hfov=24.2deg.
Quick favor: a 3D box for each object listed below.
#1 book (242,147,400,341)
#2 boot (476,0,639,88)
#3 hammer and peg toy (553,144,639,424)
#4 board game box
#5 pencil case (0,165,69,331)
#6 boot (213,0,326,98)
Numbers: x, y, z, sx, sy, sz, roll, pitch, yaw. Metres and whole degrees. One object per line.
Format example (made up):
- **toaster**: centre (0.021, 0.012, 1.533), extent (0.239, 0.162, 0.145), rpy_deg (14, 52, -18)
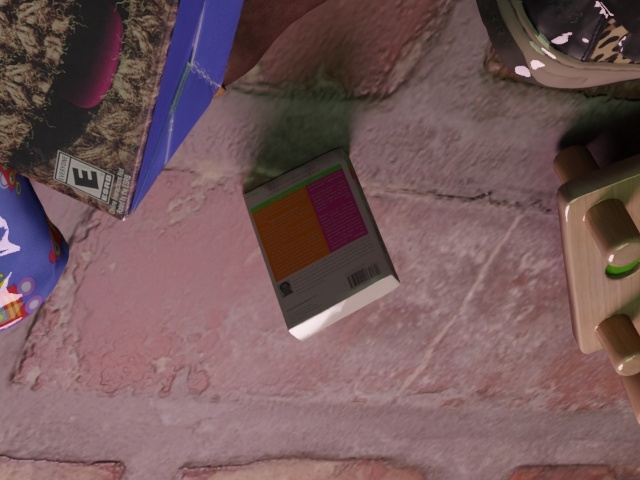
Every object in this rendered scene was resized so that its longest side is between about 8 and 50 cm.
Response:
- **book**: centre (0.000, 0.000, 1.230), extent (0.096, 0.144, 0.035), rpy_deg (-29, 141, 13)
- **boot**: centre (0.316, -0.215, 0.995), extent (0.377, 0.138, 0.284), rpy_deg (-10, 167, -40)
- **hammer and peg toy**: centre (0.361, 0.017, 1.420), extent (0.266, 0.127, 0.361), rpy_deg (-21, 142, -1)
- **board game box**: centre (-0.188, -0.186, 0.820), extent (0.291, 0.141, 0.232), rpy_deg (24, 135, 5)
- **pencil case**: centre (-0.285, -0.053, 1.068), extent (0.133, 0.119, 0.306), rpy_deg (-12, 142, 4)
- **boot**: centre (-0.099, -0.208, 1.017), extent (0.207, 0.090, 0.248), rpy_deg (-36, 136, -2)
